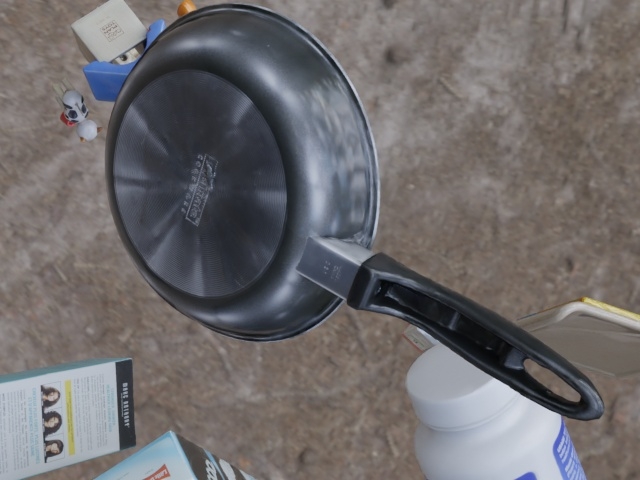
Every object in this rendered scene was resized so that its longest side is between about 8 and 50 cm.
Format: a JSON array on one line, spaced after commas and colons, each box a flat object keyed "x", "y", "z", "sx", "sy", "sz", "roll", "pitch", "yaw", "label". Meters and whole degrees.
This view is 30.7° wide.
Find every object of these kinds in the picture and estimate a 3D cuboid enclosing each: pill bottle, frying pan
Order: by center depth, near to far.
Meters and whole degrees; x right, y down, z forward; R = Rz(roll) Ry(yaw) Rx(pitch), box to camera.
[{"x": -0.019, "y": 0.016, "z": 0.648, "sx": 0.053, "sy": 0.326, "sz": 0.197, "roll": -15, "pitch": 155, "yaw": -52, "label": "frying pan"}, {"x": 0.185, "y": 0.233, "z": 1.188, "sx": 0.152, "sy": 0.152, "sz": 0.272, "roll": -34, "pitch": 114, "yaw": -20, "label": "pill bottle"}]

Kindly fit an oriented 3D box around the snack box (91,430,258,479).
[{"x": -0.151, "y": 0.291, "z": 1.136, "sx": 0.187, "sy": 0.060, "sz": 0.322, "roll": -33, "pitch": 153, "yaw": 2, "label": "snack box"}]

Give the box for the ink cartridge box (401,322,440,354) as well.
[{"x": 0.127, "y": 0.117, "z": 1.328, "sx": 0.063, "sy": 0.115, "sz": 0.029, "roll": 41, "pitch": 76, "yaw": 0, "label": "ink cartridge box"}]

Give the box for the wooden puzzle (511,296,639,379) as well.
[{"x": 0.332, "y": 0.114, "z": 1.375, "sx": 0.239, "sy": 0.221, "sz": 0.044, "roll": 13, "pitch": 73, "yaw": -16, "label": "wooden puzzle"}]

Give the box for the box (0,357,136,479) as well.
[{"x": -0.291, "y": 0.184, "z": 1.196, "sx": 0.244, "sy": 0.060, "sz": 0.100, "roll": -4, "pitch": 91, "yaw": -59, "label": "box"}]

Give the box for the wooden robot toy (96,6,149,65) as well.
[{"x": -0.220, "y": -0.197, "z": 1.397, "sx": 0.173, "sy": 0.079, "sz": 0.076, "roll": 46, "pitch": 59, "yaw": -4, "label": "wooden robot toy"}]

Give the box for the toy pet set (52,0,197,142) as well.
[{"x": -0.119, "y": -0.113, "z": 0.795, "sx": 0.122, "sy": 0.065, "sz": 0.114, "roll": -36, "pitch": 164, "yaw": -12, "label": "toy pet set"}]
